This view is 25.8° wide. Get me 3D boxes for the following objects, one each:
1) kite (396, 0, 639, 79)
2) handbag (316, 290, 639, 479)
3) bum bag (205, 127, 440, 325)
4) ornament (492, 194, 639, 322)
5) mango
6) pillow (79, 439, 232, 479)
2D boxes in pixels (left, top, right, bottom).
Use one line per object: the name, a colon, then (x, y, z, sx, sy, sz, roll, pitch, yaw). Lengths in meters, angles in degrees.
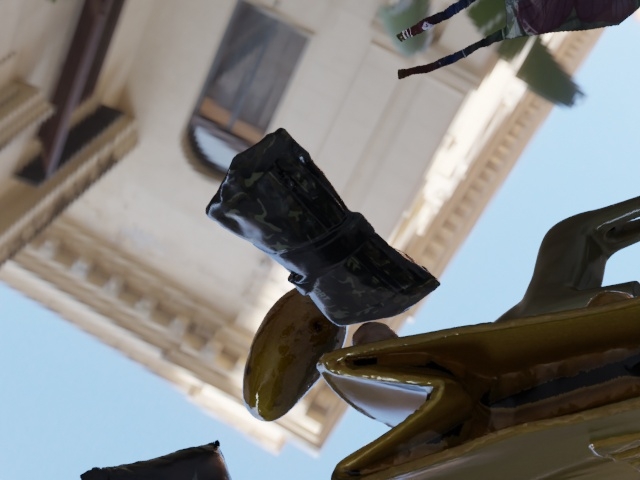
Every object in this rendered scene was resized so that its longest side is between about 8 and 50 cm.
kite: (0.209, -0.285, 1.491, 0.022, 0.360, 0.204, 10, -107, -39)
handbag: (0.185, 0.142, 1.108, 0.401, 0.283, 0.133, 37, -137, -63)
bum bag: (-0.001, 0.001, 1.253, 0.248, 0.102, 0.069, 43, -176, -29)
ornament: (0.270, 0.063, 1.564, 0.061, 0.245, 0.230, 46, -133, -24)
mango: (-0.031, 0.123, 1.603, 0.090, 0.115, 0.178, 20, -133, 26)
pillow: (-0.090, 0.252, 1.019, 0.141, 0.055, 0.208, -3, -118, -48)
